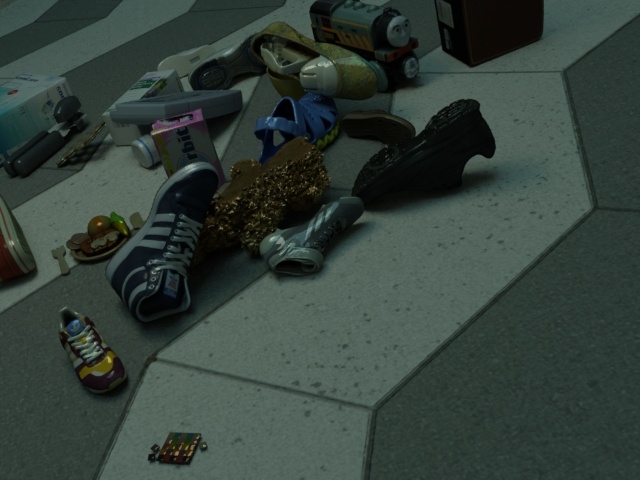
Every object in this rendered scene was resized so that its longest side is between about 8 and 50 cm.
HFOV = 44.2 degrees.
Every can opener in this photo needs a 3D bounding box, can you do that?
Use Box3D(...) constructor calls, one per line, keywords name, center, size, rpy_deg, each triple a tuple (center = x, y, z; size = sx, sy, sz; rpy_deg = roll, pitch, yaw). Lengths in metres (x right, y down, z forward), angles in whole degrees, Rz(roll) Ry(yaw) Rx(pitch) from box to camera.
Box3D(name="can opener", center=(-0.709, -0.276, 2.027), size=(0.076, 0.095, 0.283), rpy_deg=(3, 38, 27))

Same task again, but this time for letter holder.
Box3D(name="letter holder", center=(0.387, -0.597, 1.833), size=(0.215, 0.301, 0.152), rpy_deg=(-22, 34, -9))

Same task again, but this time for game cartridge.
Box3D(name="game cartridge", center=(-0.328, -0.320, 1.886), size=(0.198, 0.062, 0.297), rpy_deg=(10, 20, 29))

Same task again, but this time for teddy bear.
Box3D(name="teddy bear", center=(-0.136, -0.061, 1.484), size=(0.338, 0.113, 0.245), rpy_deg=(-38, 33, -17))

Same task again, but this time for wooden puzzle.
Box3D(name="wooden puzzle", center=(-0.194, 0.284, 1.079), size=(0.083, 0.006, 0.049), rpy_deg=(-3, 36, 20))

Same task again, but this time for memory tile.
Box3D(name="memory tile", center=(-0.588, -0.243, 1.953), size=(0.148, 0.012, 0.113), rpy_deg=(-30, 26, 29))

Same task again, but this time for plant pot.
Box3D(name="plant pot", center=(-0.053, -0.378, 1.885), size=(0.134, 0.095, 0.134), rpy_deg=(-7, 41, 6))

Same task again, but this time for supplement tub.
Box3D(name="supplement tub", center=(-0.377, -0.222, 1.830), size=(0.107, 0.071, 0.071), rpy_deg=(-37, 39, -27))

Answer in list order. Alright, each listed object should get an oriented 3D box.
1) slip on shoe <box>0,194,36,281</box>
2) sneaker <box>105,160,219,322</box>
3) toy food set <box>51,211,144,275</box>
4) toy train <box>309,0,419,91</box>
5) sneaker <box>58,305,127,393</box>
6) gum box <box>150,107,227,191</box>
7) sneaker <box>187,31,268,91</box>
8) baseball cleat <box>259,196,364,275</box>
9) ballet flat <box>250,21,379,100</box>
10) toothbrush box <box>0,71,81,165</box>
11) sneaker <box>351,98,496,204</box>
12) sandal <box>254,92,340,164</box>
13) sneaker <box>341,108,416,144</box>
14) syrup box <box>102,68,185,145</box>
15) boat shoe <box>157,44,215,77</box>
Box3D(name="slip on shoe", center=(-0.678, -0.019, 1.633), size=(0.101, 0.123, 0.331), rpy_deg=(-30, 40, -12))
Box3D(name="sneaker", center=(-0.243, 0.012, 1.324), size=(0.282, 0.099, 0.153), rpy_deg=(-51, 47, 12))
Box3D(name="toy food set", center=(-0.444, -0.007, 1.577), size=(0.192, 0.038, 0.132), rpy_deg=(-26, 35, -14))
Box3D(name="toy train", center=(0.103, -0.480, 1.888), size=(0.142, 0.190, 0.334), rpy_deg=(-32, 37, -21))
Box3D(name="sneaker", center=(-0.372, 0.171, 1.248), size=(0.070, 0.083, 0.185), rpy_deg=(-34, 37, -24))
Box3D(name="gum box", center=(-0.264, -0.168, 1.596), size=(0.107, 0.188, 0.062), rpy_deg=(-18, 33, -3))
Box3D(name="sneaker", center=(-0.232, -0.492, 2.129), size=(0.297, 0.111, 0.129), rpy_deg=(-26, 29, -16))
Box3D(name="baseball cleat", center=(0.000, 0.000, 1.367), size=(0.206, 0.072, 0.109), rpy_deg=(-28, 49, -8))
Box3D(name="ballet flat", center=(-0.027, -0.383, 1.732), size=(0.123, 0.123, 0.349), rpy_deg=(-35, 52, -26))
Box3D(name="toothbrush box", center=(-0.838, -0.332, 2.138), size=(0.216, 0.126, 0.295), rpy_deg=(16, 44, 39))
Box3D(name="sneaker", center=(0.187, -0.131, 1.428), size=(0.286, 0.130, 0.109), rpy_deg=(-31, 22, 20))
Box3D(name="sandal", center=(-0.050, -0.245, 1.666), size=(0.126, 0.138, 0.317), rpy_deg=(-3, 34, 23))
Box3D(name="sneaker", center=(0.131, -0.251, 1.657), size=(0.188, 0.066, 0.071), rpy_deg=(17, 45, 39))
Box3D(name="syrup box", center=(-0.443, -0.341, 2.007), size=(0.093, 0.096, 0.236), rpy_deg=(0, 38, 24))
Box3D(name="boat shoe", center=(-0.392, -0.517, 2.272), size=(0.184, 0.066, 0.063), rpy_deg=(-35, 24, -22))
